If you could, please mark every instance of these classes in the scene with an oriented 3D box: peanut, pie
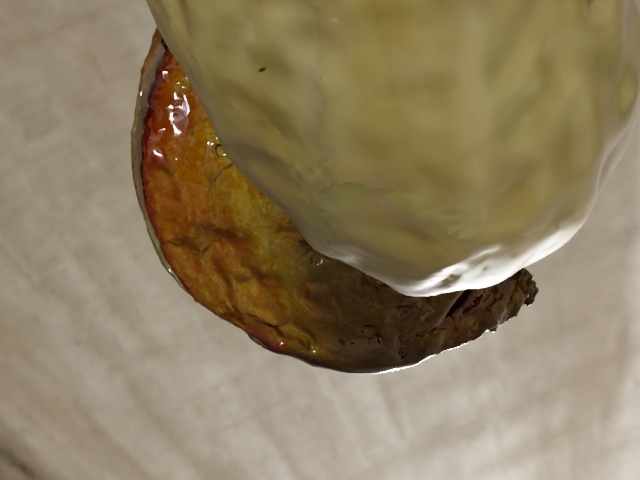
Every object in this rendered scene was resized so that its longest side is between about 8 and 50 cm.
[{"bbox_3d":[0.011,-0.107,0.395,0.130,0.130,0.290,-116,-170,-45],"label":"peanut"},{"bbox_3d":[-0.003,0.001,0.630,0.191,0.088,0.033,36,-3,-20],"label":"pie"}]
